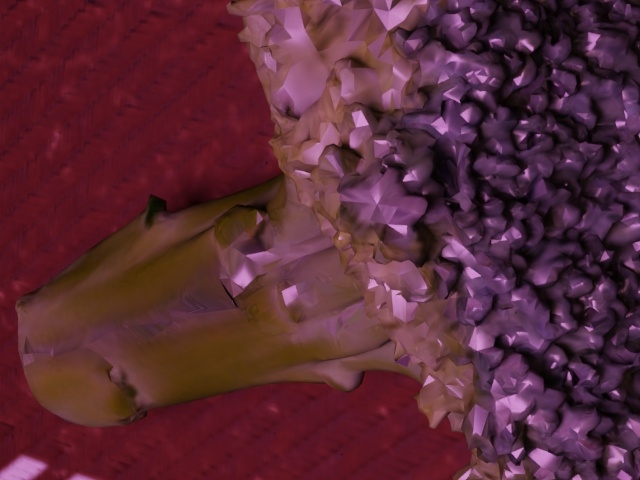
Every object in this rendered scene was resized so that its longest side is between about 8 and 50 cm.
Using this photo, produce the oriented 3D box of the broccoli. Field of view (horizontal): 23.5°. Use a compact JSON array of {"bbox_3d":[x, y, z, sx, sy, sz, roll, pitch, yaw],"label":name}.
[{"bbox_3d":[0.012,-0.034,0.693,0.397,0.275,0.353,20,92,45],"label":"broccoli"}]
